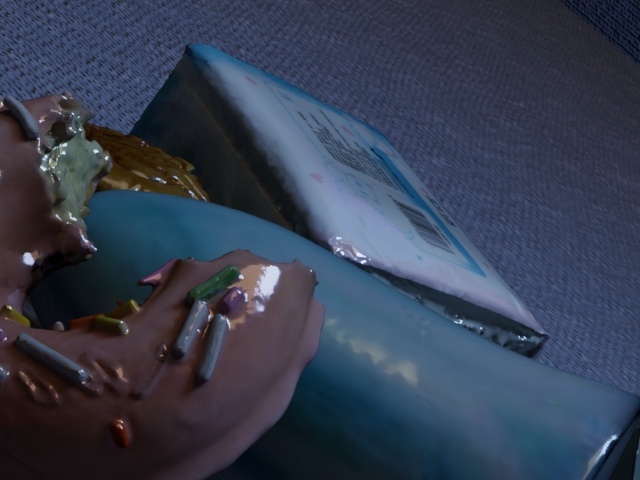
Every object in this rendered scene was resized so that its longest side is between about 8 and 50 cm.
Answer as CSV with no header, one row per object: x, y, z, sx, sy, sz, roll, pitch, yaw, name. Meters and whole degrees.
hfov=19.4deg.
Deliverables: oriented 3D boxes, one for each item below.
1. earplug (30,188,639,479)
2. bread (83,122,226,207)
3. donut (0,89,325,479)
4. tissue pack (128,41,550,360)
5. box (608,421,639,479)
-0.016,0.080,0.973,0.324,0.185,0.185,31,17,13,earplug
-0.125,-0.020,1.114,0.125,0.086,0.156,24,9,-34,bread
-0.127,0.028,0.871,0.233,0.085,0.199,34,59,26,donut
0.002,0.001,1.253,0.201,0.124,0.271,19,22,-36,tissue pack
0.226,0.192,1.103,0.225,0.129,0.086,26,64,-23,box
